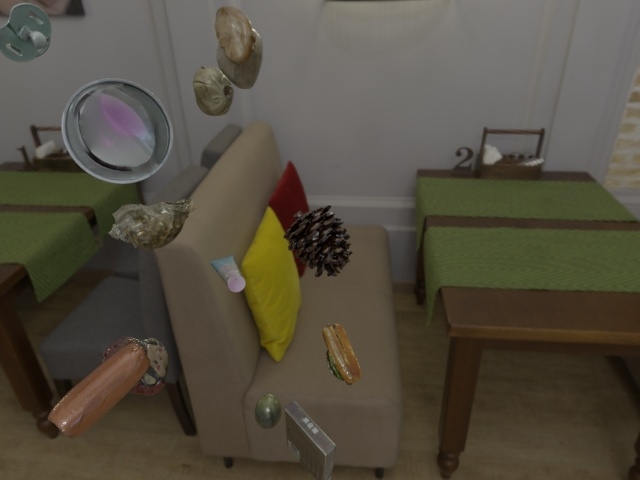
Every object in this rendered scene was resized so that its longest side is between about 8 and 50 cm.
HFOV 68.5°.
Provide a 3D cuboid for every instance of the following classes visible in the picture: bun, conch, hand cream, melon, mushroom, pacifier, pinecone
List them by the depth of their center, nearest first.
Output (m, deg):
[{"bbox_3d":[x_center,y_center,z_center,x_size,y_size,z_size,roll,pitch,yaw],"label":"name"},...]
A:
[{"bbox_3d":[-0.151,-0.348,0.870,0.088,0.096,0.212,14,2,-9],"label":"mushroom"},{"bbox_3d":[-0.728,-0.510,1.184,0.117,0.127,0.150,31,81,23],"label":"pacifier"},{"bbox_3d":[-0.552,-0.046,1.571,0.292,0.158,0.210,-8,-8,1],"label":"conch"},{"bbox_3d":[-0.363,-0.523,1.644,0.114,0.166,0.173,8,-1,22],"label":"bun"},{"bbox_3d":[0.000,0.000,1.688,0.224,0.224,0.272,-28,69,-38],"label":"pinecone"},{"bbox_3d":[-0.188,0.616,1.696,0.098,0.130,0.098,9,9,-1],"label":"melon"},{"bbox_3d":[-0.379,0.126,1.923,0.111,0.070,0.312,-17,21,-16],"label":"hand cream"}]

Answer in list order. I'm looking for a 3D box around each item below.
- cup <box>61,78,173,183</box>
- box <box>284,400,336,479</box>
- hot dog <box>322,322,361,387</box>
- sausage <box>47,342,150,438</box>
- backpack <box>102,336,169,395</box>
[{"bbox_3d":[-0.563,-0.287,1.290,0.253,0.253,0.372,-17,15,-25],"label":"cup"},{"bbox_3d":[-0.035,0.630,1.443,0.047,0.324,0.180,-35,58,-28],"label":"box"},{"bbox_3d":[0.037,0.224,0.923,0.056,0.041,0.133,-3,64,-50],"label":"hot dog"},{"bbox_3d":[-0.632,0.429,1.372,0.121,0.121,0.304,22,55,35],"label":"sausage"},{"bbox_3d":[-0.616,0.413,1.562,0.229,0.139,0.229,37,13,-10],"label":"backpack"}]
